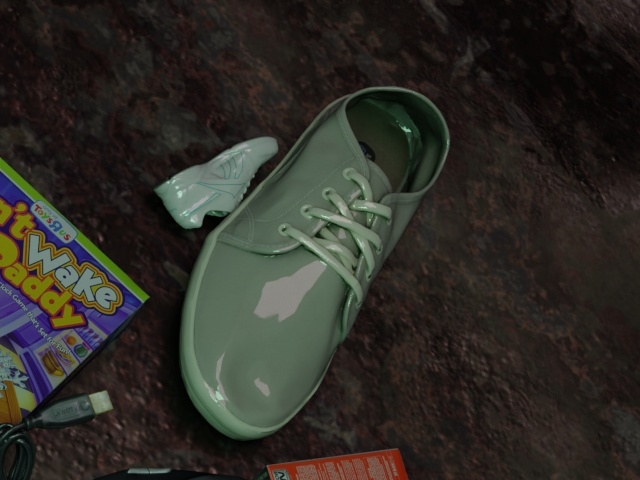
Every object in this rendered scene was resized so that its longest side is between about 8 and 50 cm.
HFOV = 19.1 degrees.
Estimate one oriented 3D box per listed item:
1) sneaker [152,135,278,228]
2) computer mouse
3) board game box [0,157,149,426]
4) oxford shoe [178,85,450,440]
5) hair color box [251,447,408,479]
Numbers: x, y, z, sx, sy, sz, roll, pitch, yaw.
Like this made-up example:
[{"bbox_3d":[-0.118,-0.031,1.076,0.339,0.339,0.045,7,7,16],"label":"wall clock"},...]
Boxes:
[{"bbox_3d":[-0.097,-0.057,1.886,0.152,0.054,0.061,-30,95,-36],"label":"sneaker"},{"bbox_3d":[-0.174,0.207,1.622,0.262,0.060,0.184,-7,108,-27],"label":"computer mouse"},{"bbox_3d":[-0.356,0.015,1.671,0.347,0.078,0.233,43,50,1],"label":"board game box"},{"bbox_3d":[0.000,0.000,1.839,0.169,0.130,0.449,44,50,-16],"label":"oxford shoe"},{"bbox_3d":[0.003,0.229,1.743,0.141,0.072,0.043,-3,63,-30],"label":"hair color box"}]
